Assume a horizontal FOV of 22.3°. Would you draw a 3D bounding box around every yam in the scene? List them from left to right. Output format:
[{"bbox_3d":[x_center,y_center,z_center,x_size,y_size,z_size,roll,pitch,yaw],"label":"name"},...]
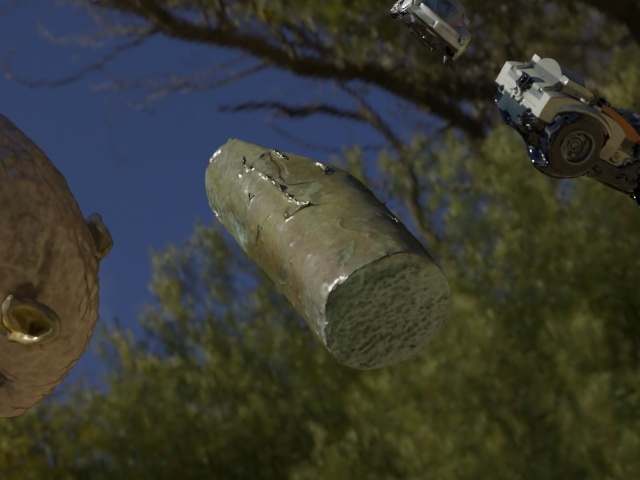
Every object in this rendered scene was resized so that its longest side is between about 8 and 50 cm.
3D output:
[{"bbox_3d":[0.000,0.000,1.149,0.106,0.259,0.106,-9,-63,-18],"label":"yam"}]

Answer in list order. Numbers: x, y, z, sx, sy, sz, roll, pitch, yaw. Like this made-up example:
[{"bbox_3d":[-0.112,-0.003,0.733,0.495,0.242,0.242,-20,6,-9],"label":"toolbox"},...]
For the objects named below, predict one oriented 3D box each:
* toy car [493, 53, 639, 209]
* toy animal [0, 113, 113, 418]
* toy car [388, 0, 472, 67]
[{"bbox_3d":[0.349,-0.122,1.958,0.301,0.193,0.118,21,-75,-20],"label":"toy car"},{"bbox_3d":[-0.316,-0.007,1.477,0.226,0.188,0.358,-13,-65,33],"label":"toy animal"},{"bbox_3d":[0.058,-0.115,0.817,0.041,0.093,0.025,41,-72,-10],"label":"toy car"}]
